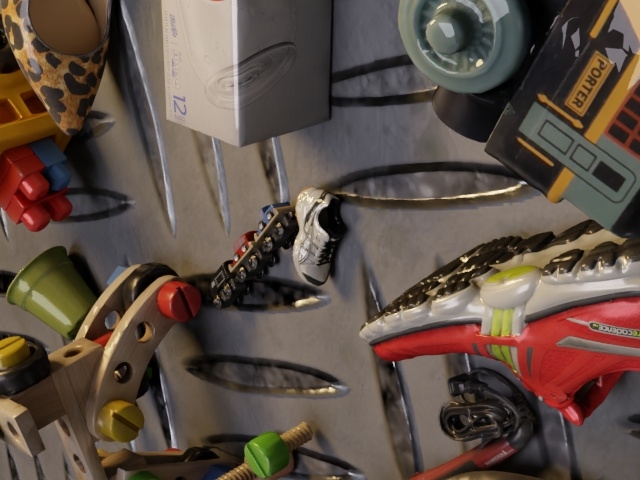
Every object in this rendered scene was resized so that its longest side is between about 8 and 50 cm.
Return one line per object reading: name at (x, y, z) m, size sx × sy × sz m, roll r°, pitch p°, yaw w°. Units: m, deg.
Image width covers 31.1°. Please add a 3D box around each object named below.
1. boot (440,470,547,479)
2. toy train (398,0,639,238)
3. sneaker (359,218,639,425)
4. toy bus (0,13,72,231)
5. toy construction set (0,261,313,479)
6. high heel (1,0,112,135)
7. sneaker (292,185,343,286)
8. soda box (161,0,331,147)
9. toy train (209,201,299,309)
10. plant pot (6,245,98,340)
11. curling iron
boot at (0.112, 0.240, 0.852) m, size 0.305 × 0.115 × 0.112 m, roll -13°, pitch 60°, yaw 35°
toy train at (0.175, -0.158, 0.575) m, size 0.190 × 0.142 × 0.334 m, roll 39°, pitch 131°, yaw 15°
sneaker at (0.132, 0.065, 0.737) m, size 0.279 × 0.107 × 0.118 m, roll -15°, pitch 104°, yaw 53°
toy bus at (-0.343, -0.094, 1.121) m, size 0.211 × 0.220 × 0.149 m, roll 52°, pitch 133°, yaw 10°
toy construction set at (-0.179, 0.190, 1.025) m, size 0.309 × 0.237 × 0.257 m, roll 35°, pitch 133°, yaw 33°
high heel at (-0.202, -0.222, 0.990) m, size 0.186 × 0.093 × 0.261 m, roll 5°, pitch 100°, yaw 54°
sneaker at (0.000, 0.000, 0.909) m, size 0.037 × 0.032 × 0.083 m, roll 18°, pitch 119°, yaw 44°
soda box at (-0.054, -0.219, 0.826) m, size 0.091 × 0.098 × 0.286 m, roll 24°, pitch 122°, yaw 41°
toy train at (-0.058, 0.011, 0.985) m, size 0.158 × 0.027 × 0.036 m, roll -47°, pitch 59°, yaw 48°
plant pot at (-0.274, 0.062, 1.219) m, size 0.079 × 0.083 × 0.083 m, roll 41°, pitch 134°, yaw 13°
curling iron at (0.077, 0.183, 0.898) m, size 0.068 × 0.035 × 0.274 m, roll 58°, pitch 138°, yaw 20°
